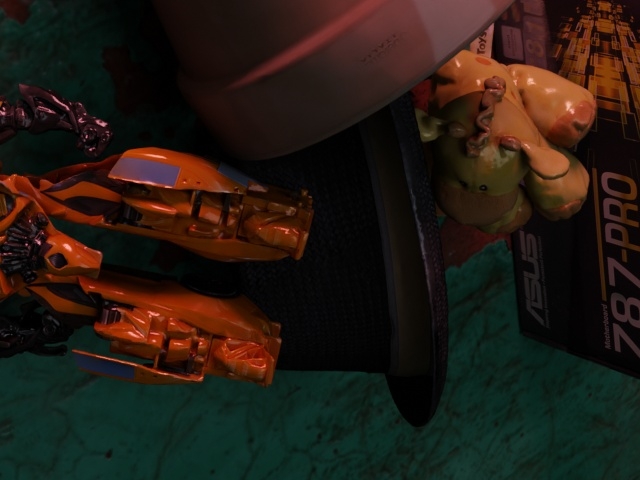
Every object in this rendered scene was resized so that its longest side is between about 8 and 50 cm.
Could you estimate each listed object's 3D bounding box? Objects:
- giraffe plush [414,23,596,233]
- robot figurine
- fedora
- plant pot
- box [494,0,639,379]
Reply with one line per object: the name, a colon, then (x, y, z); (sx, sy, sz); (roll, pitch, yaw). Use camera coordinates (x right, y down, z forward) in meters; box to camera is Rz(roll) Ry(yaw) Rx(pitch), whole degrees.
giraffe plush: (0.143, -0.081, 1.461); (0.170, 0.181, 0.210); (-74, 151, -65)
robot figurine: (-0.161, 0.006, 1.247); (0.291, 0.085, 0.211); (11, 107, -6)
fedora: (0.000, 0.000, 1.383); (0.153, 0.334, 0.334); (-11, 114, -6)
plant pot: (-0.028, -0.263, 1.237); (0.323, 0.323, 0.280); (-47, 113, -19)
box: (0.309, -0.059, 1.552); (0.097, 0.318, 0.395); (-25, 120, -33)
